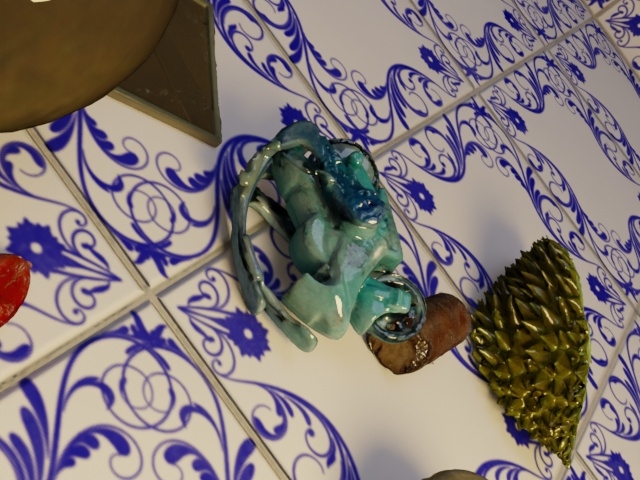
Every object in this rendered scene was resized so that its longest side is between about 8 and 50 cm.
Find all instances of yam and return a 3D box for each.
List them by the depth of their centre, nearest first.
[{"bbox_3d":[0.122,0.112,1.175,0.141,0.079,0.079,-19,76,-56],"label":"yam"}]

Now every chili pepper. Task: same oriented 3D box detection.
[{"bbox_3d":[-0.278,0.053,0.763,0.059,0.050,0.191,46,22,-7],"label":"chili pepper"}]

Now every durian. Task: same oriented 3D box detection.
[{"bbox_3d":[0.324,0.121,1.344,0.198,0.163,0.394,43,29,-20],"label":"durian"}]

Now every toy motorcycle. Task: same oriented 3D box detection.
[{"bbox_3d":[0.000,0.000,1.077,0.206,0.154,0.260,-6,67,-27],"label":"toy motorcycle"}]

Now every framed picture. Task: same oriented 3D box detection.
[{"bbox_3d":[-0.197,-0.240,1.149,0.184,0.016,0.250,24,45,-37],"label":"framed picture"}]

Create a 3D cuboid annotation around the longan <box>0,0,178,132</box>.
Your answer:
[{"bbox_3d":[-0.292,-0.265,0.785,0.405,0.336,0.404,5,37,-4],"label":"longan"}]

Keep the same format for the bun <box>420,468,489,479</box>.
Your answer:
[{"bbox_3d":[0.118,0.305,0.958,0.173,0.166,0.113,32,-4,-40],"label":"bun"}]
